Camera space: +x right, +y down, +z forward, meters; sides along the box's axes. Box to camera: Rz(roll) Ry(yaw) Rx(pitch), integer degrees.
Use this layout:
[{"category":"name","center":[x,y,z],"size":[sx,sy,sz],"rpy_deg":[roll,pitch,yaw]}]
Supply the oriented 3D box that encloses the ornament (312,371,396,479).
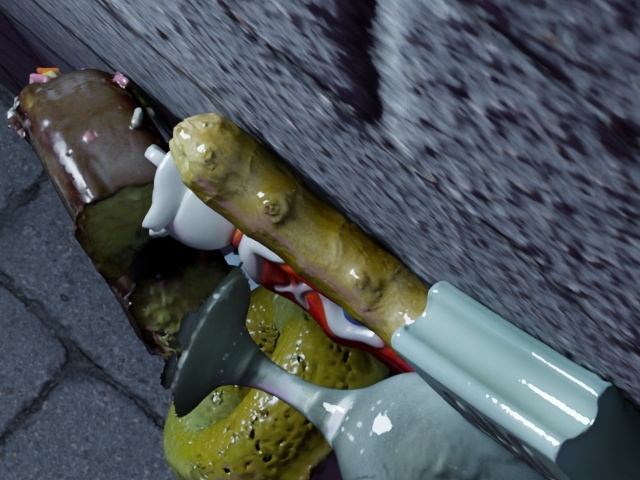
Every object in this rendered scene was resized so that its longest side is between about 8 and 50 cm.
[{"category":"ornament","center":[0.090,0.245,1.647],"size":[0.259,0.225,0.259],"rpy_deg":[31,175,3]}]

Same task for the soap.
[{"category":"soap","center":[0.146,0.113,1.136],"size":[0.119,0.066,0.198],"rpy_deg":[47,172,-35]}]

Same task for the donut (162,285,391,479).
[{"category":"donut","center":[-0.050,0.143,1.586],"size":[0.107,0.272,0.272],"rpy_deg":[40,175,-18]}]

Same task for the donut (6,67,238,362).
[{"category":"donut","center":[-0.198,-0.044,1.672],"size":[0.259,0.136,0.345],"rpy_deg":[57,172,38]}]

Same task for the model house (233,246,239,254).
[{"category":"model house","center":[-0.051,-0.004,1.620],"size":[0.058,0.057,0.083],"rpy_deg":[2,-179,-13]}]

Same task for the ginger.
[{"category":"ginger","center":[-0.002,0.003,1.284],"size":[0.299,0.065,0.118],"rpy_deg":[41,-172,14]}]

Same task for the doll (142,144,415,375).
[{"category":"doll","center":[0.001,0.036,1.437],"size":[0.384,0.099,0.188],"rpy_deg":[34,173,3]}]

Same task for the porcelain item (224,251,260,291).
[{"category":"porcelain item","center":[-0.001,0.197,2.216],"size":[0.405,0.178,0.242],"rpy_deg":[39,175,25]}]

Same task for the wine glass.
[{"category":"wine glass","center":[0.037,0.143,1.306],"size":[0.321,0.143,0.143],"rpy_deg":[26,171,14]}]
